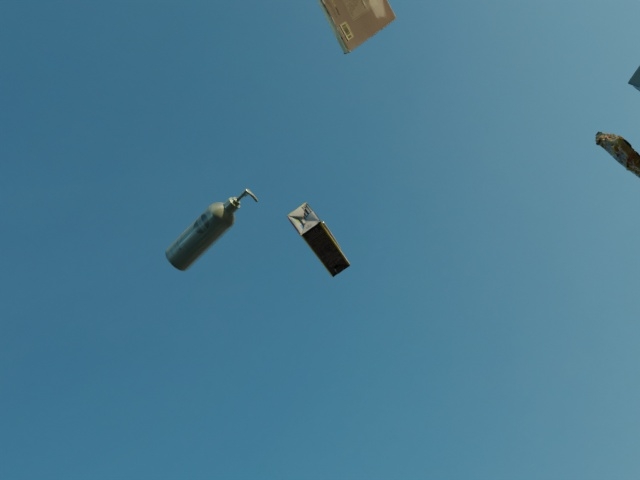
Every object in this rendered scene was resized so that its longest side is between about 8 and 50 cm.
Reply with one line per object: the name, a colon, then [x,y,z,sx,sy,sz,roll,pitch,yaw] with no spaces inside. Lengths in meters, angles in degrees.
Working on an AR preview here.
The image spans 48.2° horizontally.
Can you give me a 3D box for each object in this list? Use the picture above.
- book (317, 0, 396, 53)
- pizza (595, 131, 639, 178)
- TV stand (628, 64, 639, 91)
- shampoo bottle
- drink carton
book: [0.053,-0.377,1.124,0.127,0.014,0.182,59,-138,-16]
pizza: [0.715,-0.206,1.695,0.041,0.178,0.131,-44,-22,11]
TV stand: [0.649,-0.226,1.192,0.269,0.083,0.088,27,-74,-21]
shampoo bottle: [-0.190,-0.026,1.244,0.195,0.056,0.056,-43,-49,21]
drink carton: [0.000,0.000,1.453,0.056,0.071,0.166,-35,-40,2]
